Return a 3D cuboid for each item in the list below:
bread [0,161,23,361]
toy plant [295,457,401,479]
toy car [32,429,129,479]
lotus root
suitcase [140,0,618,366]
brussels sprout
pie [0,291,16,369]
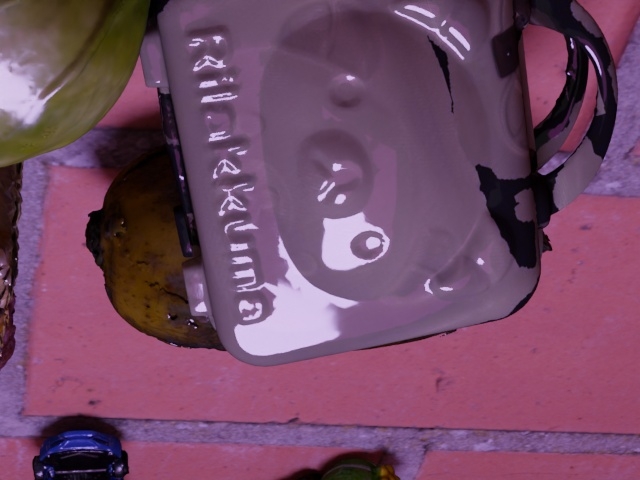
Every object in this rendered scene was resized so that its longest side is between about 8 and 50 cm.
[{"bbox_3d":[-0.389,-0.004,1.538,0.315,0.248,0.279,2,144,-3],"label":"bread"},{"bbox_3d":[0.018,0.299,2.168,0.162,0.093,0.093,-28,140,25],"label":"toy plant"},{"bbox_3d":[-0.259,0.266,2.105,0.103,0.063,0.216,-3,140,-5],"label":"toy car"},{"bbox_3d":[0.000,0.000,1.637,0.397,0.196,0.179,-5,155,-4],"label":"lotus root"},{"bbox_3d":[0.048,-0.095,1.405,0.339,0.194,0.351,-11,116,-4],"label":"suitcase"},{"bbox_3d":[-0.227,-0.184,1.273,0.227,0.259,0.294,10,143,-22],"label":"brussels sprout"},{"bbox_3d":[-0.331,0.089,1.776,0.036,0.154,0.154,19,154,24],"label":"pie"}]
